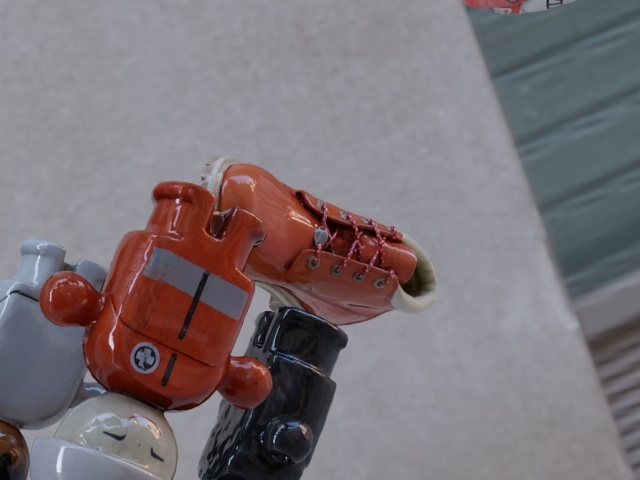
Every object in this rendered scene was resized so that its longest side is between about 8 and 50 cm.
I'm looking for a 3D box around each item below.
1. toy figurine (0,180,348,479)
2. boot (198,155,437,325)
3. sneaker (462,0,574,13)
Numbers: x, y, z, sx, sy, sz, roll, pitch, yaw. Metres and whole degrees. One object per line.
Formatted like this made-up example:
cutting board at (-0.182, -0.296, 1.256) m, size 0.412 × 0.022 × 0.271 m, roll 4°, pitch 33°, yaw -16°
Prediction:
toy figurine at (-0.110, 0.063, 0.790) m, size 0.209 × 0.148 × 0.213 m, roll 14°, pitch -18°, yaw 20°
boot at (0.000, 0.000, 0.872) m, size 0.084 × 0.059 × 0.158 m, roll -1°, pitch -19°, yaw 27°
sneaker at (0.060, -0.189, 0.971) m, size 0.270 × 0.145 × 0.090 m, roll -5°, pitch 40°, yaw -9°
